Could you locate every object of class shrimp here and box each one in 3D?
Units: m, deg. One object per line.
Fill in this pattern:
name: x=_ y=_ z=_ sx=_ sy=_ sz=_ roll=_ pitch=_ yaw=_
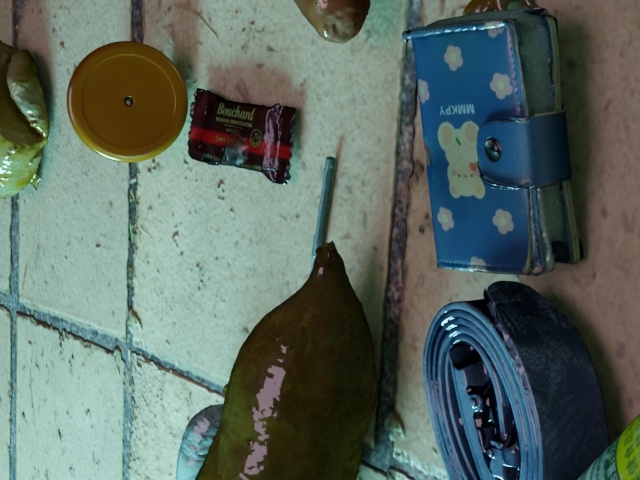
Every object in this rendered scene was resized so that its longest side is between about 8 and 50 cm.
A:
shrimp: x=-0.122 y=0.273 z=1.327 sx=0.090 sy=0.079 sz=0.232 roll=-91 pitch=13 yaw=-65

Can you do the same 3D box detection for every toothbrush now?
toothbrush: x=0.000 y=0.000 z=1.193 sx=0.014 sy=0.011 sz=0.167 roll=23 pitch=111 yaw=43

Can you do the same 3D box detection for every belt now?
belt: x=0.152 y=0.129 z=0.959 sx=0.141 sy=0.082 sz=0.190 roll=-33 pitch=68 yaw=57

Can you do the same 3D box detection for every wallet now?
wallet: x=0.132 y=-0.076 z=0.959 sx=0.141 sy=0.059 sz=0.202 roll=4 pitch=105 yaw=50

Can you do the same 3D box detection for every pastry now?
pastry: x=-0.454 y=-0.163 z=1.675 sx=0.229 sy=0.100 sz=0.218 roll=-6 pitch=88 yaw=50

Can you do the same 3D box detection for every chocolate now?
chocolate: x=-0.085 y=-0.109 z=1.276 sx=0.182 sy=0.028 sz=0.086 roll=22 pitch=107 yaw=50

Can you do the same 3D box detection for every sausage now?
sausage: x=-0.039 y=-0.301 z=1.157 sx=0.079 sy=0.087 sz=0.326 roll=-38 pitch=56 yaw=7

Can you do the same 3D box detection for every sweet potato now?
sweet potato: x=-0.029 y=0.184 z=1.141 sx=0.158 sy=0.158 sz=0.369 roll=42 pitch=119 yaw=41

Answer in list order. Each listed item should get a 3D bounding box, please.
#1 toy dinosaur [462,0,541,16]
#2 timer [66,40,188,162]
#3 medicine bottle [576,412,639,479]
toy dinosaur: x=0.152 y=-0.243 z=0.960 sx=0.126 sy=0.039 sz=0.162 roll=-7 pitch=87 yaw=53
timer: x=-0.228 y=-0.153 z=1.400 sx=0.152 sy=0.132 sz=0.132 roll=-171 pitch=79 yaw=-73
medicine bottle: x=0.216 y=0.226 z=0.840 sx=0.141 sy=0.141 sz=0.293 roll=57 pitch=134 yaw=31
